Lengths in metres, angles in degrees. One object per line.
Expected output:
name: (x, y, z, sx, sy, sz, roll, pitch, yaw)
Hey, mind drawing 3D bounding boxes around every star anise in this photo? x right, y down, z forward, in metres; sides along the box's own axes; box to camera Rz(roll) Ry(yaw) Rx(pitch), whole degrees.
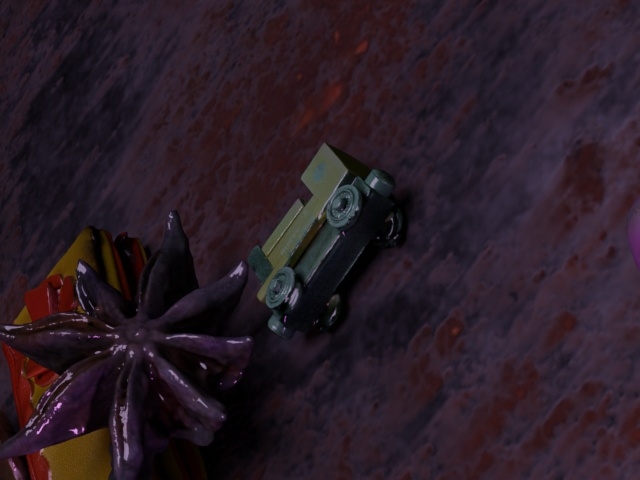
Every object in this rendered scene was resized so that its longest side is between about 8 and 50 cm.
star anise: (-0.122, 0.076, 0.930, 0.181, 0.061, 0.204, -15, 50, -3)

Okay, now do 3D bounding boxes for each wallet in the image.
wallet: (-0.159, 0.116, 1.019, 0.141, 0.067, 0.241, -46, 43, 24)

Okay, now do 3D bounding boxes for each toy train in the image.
toy train: (0.000, 0.000, 0.918, 0.122, 0.050, 0.081, -54, 36, 14)

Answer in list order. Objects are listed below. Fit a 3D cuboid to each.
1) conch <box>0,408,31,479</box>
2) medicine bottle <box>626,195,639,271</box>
conch: (-0.272, 0.183, 1.059, 0.155, 0.130, 0.207, -47, 58, 42)
medicine bottle: (0.264, -0.036, 0.489, 0.291, 0.178, 0.178, -40, 42, 0)
